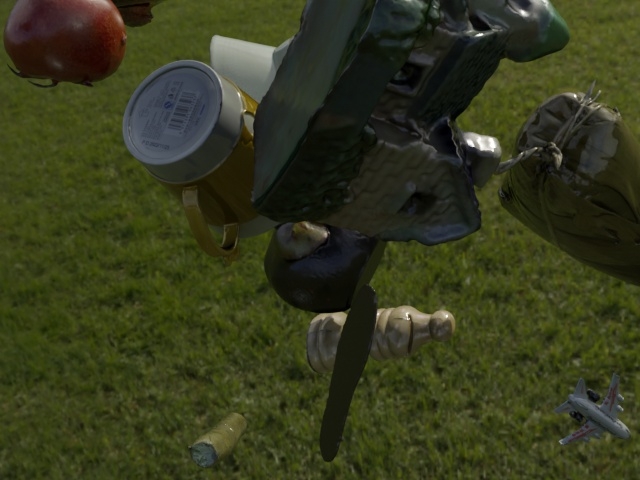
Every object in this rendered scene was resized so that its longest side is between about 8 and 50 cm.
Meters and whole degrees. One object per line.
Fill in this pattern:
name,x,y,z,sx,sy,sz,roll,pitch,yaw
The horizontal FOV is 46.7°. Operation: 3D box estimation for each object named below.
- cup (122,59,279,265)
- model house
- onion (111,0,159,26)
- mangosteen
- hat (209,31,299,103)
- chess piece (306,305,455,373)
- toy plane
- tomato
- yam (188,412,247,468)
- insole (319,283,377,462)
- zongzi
cup,-0.138,-0.095,0.981,0.186,0.226,0.241,-9,66,20
model house,0.103,-0.153,0.804,0.284,0.298,0.243,15,42,-22
onion,-0.329,-0.525,1.215,0.341,0.341,0.341,-6,31,4
mangosteen,0.004,0.003,1.467,0.233,0.287,0.287,31,45,18
hat,-0.025,-0.298,1.196,0.302,0.168,0.257,12,38,-9
chess piece,0.129,0.187,1.500,0.307,0.124,0.139,-14,-6,32
toy plane,0.506,0.319,1.355,0.162,0.171,0.065,-53,29,6
tomato,-0.361,-0.293,1.042,0.167,0.167,0.167,-6,31,4
yam,-0.240,0.483,1.804,0.083,0.083,0.371,-6,-5,5
insole,0.044,0.228,1.265,0.007,0.327,0.111,9,14,-22
zongzi,0.523,-0.052,1.193,0.467,0.218,0.500,32,1,14
